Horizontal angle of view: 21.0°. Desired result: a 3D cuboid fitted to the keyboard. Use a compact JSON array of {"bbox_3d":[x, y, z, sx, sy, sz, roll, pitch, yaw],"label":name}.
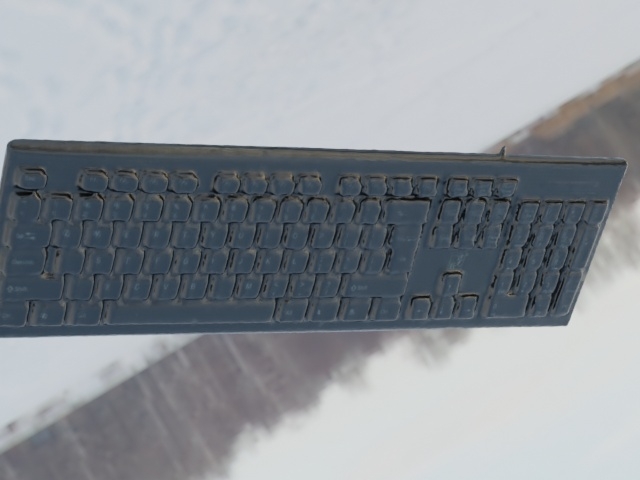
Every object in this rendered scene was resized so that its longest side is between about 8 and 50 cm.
[{"bbox_3d":[0.000,0.000,0.515,0.202,0.011,0.067,0,120,-27],"label":"keyboard"}]
